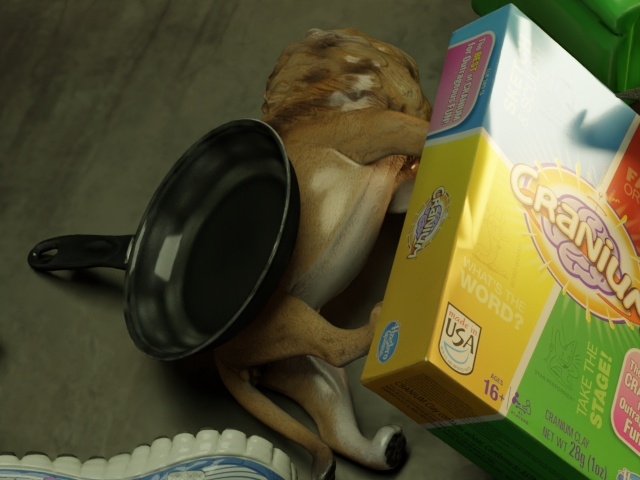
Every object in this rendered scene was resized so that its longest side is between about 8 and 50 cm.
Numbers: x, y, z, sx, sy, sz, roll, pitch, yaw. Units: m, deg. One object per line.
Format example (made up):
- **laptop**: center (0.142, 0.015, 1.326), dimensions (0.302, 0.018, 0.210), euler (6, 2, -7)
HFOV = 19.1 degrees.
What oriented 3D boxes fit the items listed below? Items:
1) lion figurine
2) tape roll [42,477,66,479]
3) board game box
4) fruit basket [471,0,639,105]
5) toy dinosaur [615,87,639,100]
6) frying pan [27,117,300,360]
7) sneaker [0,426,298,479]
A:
- **lion figurine**: center (0.000, 0.000, 1.490), dimensions (0.240, 0.142, 0.392), euler (13, 61, 33)
- **tape roll**: center (-0.150, 0.287, 1.159), dimensions (0.090, 0.275, 0.275), euler (10, 53, -4)
- **board game box**: center (0.165, 0.023, 1.366), dimensions (0.064, 0.242, 0.317), euler (-24, 40, 44)
- **fruit basket**: center (0.273, -0.348, 1.590), dimensions (0.392, 0.283, 0.392), euler (-2, 65, 4)
- **toy dinosaur**: center (0.371, -0.092, 1.465), dimensions (0.313, 0.121, 0.160), euler (2, 49, -3)
- **frying pan**: center (-0.124, 0.029, 1.486), dimensions (0.326, 0.053, 0.197), euler (-33, 45, 38)
- **sneaker**: center (-0.178, 0.233, 1.354), dimensions (0.330, 0.130, 0.147), euler (-12, 54, 12)
